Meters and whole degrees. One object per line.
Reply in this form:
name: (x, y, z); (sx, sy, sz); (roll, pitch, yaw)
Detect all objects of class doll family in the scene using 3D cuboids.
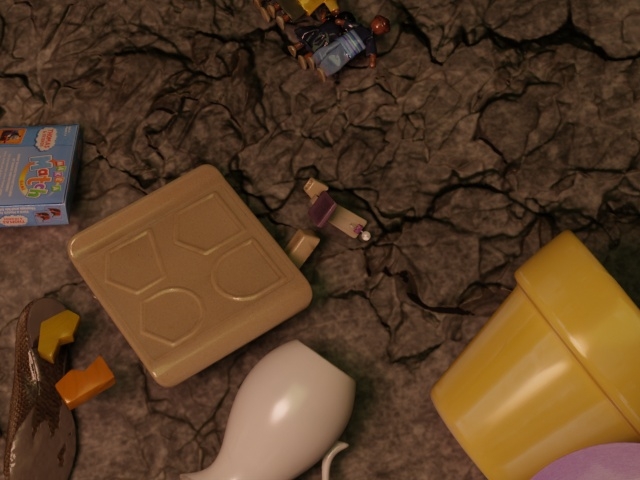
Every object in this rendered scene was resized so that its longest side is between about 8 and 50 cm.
doll family: (0.006, -0.279, 1.913); (0.111, 0.076, 0.193); (-33, 80, -12)

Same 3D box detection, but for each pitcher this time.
pitcher: (-0.032, 0.234, 1.739); (0.178, 0.125, 0.207); (35, 87, -9)

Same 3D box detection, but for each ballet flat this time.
ballet flat: (-0.331, 0.190, 1.789); (0.084, 0.058, 0.249); (7, 76, -33)

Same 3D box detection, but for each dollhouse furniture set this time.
dollhouse furniture set: (0.000, 0.000, 1.857); (0.081, 0.091, 0.114); (31, 100, -30)

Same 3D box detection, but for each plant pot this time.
plant pot: (0.262, 0.157, 1.692); (0.239, 0.254, 0.254); (-40, 75, 7)

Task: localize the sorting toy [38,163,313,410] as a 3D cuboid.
sorting toy: (-0.193, 0.063, 1.780); (0.307, 0.041, 0.229); (-30, 63, -16)

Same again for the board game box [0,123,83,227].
board game box: (-0.399, -0.077, 1.839); (0.212, 0.039, 0.160); (-3, 40, 2)

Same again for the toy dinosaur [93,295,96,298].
toy dinosaur: (-0.169, 0.064, 1.830); (0.183, 0.053, 0.092); (-27, 59, -14)

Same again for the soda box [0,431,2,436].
soda box: (-0.472, 0.129, 1.794); (0.092, 0.083, 0.263); (-28, 75, -6)

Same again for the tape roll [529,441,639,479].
tape roll: (0.305, 0.344, 1.526); (0.275, 0.090, 0.274); (-2, 69, 5)
